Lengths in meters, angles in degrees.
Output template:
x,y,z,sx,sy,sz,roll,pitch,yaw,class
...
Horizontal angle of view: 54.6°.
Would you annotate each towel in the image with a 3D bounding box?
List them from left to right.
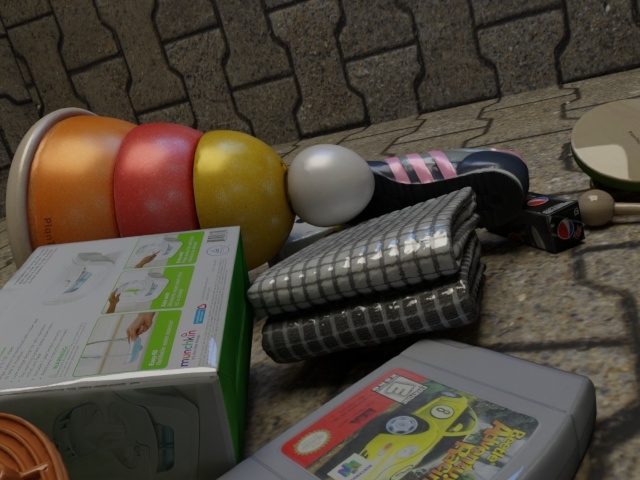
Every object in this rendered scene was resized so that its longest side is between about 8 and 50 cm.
x,y,z,sx,sy,sz,roll,pitch,yaw,class
0.075,0.042,0.738,0.235,0.121,0.283,-17,6,21,towel

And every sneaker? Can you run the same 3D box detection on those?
x,y,z,sx,sy,sz,roll,pitch,yaw,class
0.153,-0.084,0.937,0.319,0.112,0.131,5,33,27,sneaker

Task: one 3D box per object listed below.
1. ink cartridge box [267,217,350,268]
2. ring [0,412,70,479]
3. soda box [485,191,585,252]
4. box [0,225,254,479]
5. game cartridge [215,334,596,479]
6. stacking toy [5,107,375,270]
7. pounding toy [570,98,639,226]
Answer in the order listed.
x,y,z,sx,sy,sz,roll,pitch,yaw,class
0.000,0.000,1.039,0.175,0.072,0.127,-20,18,-15,ink cartridge box
-0.269,0.242,0.324,0.336,0.032,0.336,-23,39,20,ring
0.303,-0.034,0.902,0.053,0.060,0.169,-22,18,-12,soda box
-0.189,0.100,0.592,0.231,0.127,0.262,-7,27,-1,box
0.071,0.171,0.478,0.294,0.060,0.196,-27,24,-32,game cartridge
-0.157,-0.044,0.908,0.480,0.351,0.350,-5,19,12,stacking toy
0.471,-0.097,0.934,0.183,0.110,0.237,3,52,19,pounding toy
